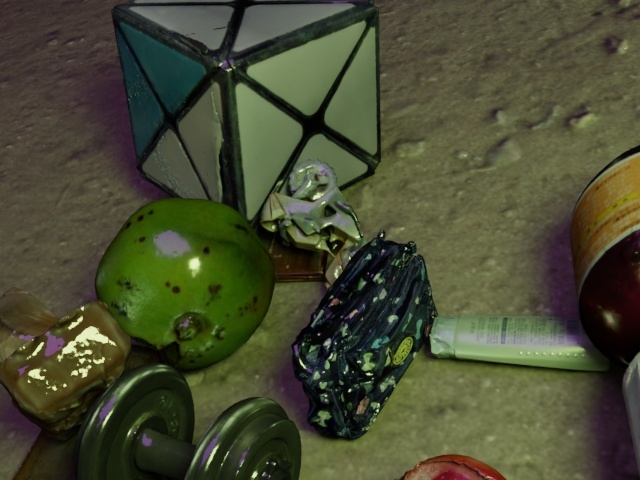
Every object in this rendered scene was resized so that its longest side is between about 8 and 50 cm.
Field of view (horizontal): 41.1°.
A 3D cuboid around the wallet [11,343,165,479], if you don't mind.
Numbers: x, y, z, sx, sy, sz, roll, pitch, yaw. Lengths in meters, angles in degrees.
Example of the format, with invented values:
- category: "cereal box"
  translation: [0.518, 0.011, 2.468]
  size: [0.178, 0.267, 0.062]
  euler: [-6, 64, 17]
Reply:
- category: "wallet"
  translation: [-0.303, 0.241, 1.124]
  size: [0.137, 0.031, 0.255]
  euler: [4, 47, 21]

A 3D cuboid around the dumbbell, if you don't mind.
- category: "dumbbell"
  translation: [-0.146, 0.245, 0.943]
  size: [0.290, 0.192, 0.192]
  euler: [12, 49, 27]

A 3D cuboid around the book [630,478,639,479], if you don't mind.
- category: "book"
  translation: [0.344, 0.287, 0.741]
  size: [0.217, 0.021, 0.310]
  euler: [-10, 12, 8]

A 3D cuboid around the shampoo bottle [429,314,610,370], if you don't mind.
- category: "shampoo bottle"
  translation: [0.243, 0.123, 1.046]
  size: [0.212, 0.049, 0.072]
  euler: [1, 46, 20]

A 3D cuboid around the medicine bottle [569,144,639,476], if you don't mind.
- category: "medicine bottle"
  translation: [0.380, 0.077, 0.870]
  size: [0.242, 0.242, 0.395]
  euler: [-3, 34, 17]

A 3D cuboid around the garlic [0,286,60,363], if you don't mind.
- category: "garlic"
  translation: [-0.439, 0.138, 1.248]
  size: [0.101, 0.087, 0.195]
  euler: [-29, 37, -33]

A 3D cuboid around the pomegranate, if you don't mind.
- category: "pomegranate"
  translation: [-0.185, 0.041, 1.170]
  size: [0.236, 0.236, 0.302]
  euler: [-22, 22, -5]

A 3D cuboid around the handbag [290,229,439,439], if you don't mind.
- category: "handbag"
  translation: [0.057, 0.111, 1.041]
  size: [0.113, 0.162, 0.260]
  euler: [12, 46, 31]

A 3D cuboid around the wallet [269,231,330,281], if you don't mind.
- category: "wallet"
  translation: [-0.025, -0.005, 1.297]
  size: [0.095, 0.026, 0.176]
  euler: [-1, 44, 11]

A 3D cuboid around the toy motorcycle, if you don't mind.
- category: "toy motorcycle"
  translation: [0.000, 0.000, 1.202]
  size: [0.130, 0.094, 0.229]
  euler: [-26, 75, -11]

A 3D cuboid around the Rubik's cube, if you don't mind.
- category: "Rubik's cube"
  translation: [-0.114, -0.223, 1.318]
  size: [0.310, 0.307, 0.305]
  euler: [-29, 43, -33]

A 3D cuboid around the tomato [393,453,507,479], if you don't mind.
- category: "tomato"
  translation: [0.141, 0.307, 0.853]
  size: [0.173, 0.099, 0.189]
  euler: [47, 110, 31]

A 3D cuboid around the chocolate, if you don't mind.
- category: "chocolate"
  translation: [-0.293, 0.162, 1.026]
  size: [0.148, 0.214, 0.093]
  euler: [-40, 83, -20]
